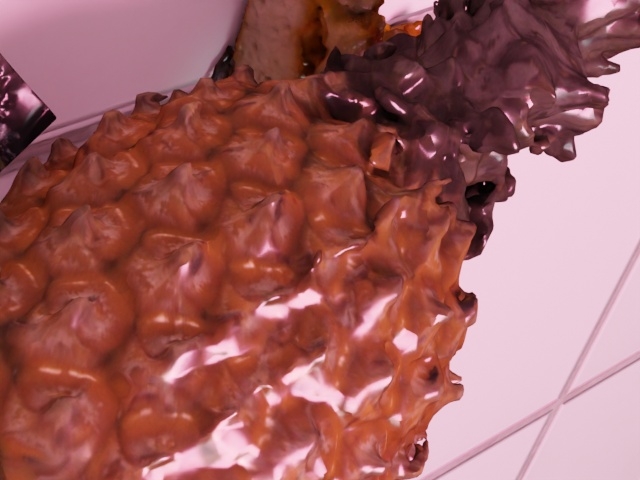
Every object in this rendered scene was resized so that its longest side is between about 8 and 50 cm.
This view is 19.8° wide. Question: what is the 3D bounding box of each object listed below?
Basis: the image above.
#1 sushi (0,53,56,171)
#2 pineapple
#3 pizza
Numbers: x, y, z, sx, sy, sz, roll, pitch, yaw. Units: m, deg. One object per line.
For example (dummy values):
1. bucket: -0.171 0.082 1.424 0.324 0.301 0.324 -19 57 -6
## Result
1. sushi: -0.152 -0.048 0.640 0.084 0.056 0.083 -45 155 -8
2. pineapple: 0.000 0.000 0.712 0.362 0.202 0.202 -43 155 -17
3. pizza: 0.013 -0.075 0.844 0.154 0.069 0.194 -39 154 -17
